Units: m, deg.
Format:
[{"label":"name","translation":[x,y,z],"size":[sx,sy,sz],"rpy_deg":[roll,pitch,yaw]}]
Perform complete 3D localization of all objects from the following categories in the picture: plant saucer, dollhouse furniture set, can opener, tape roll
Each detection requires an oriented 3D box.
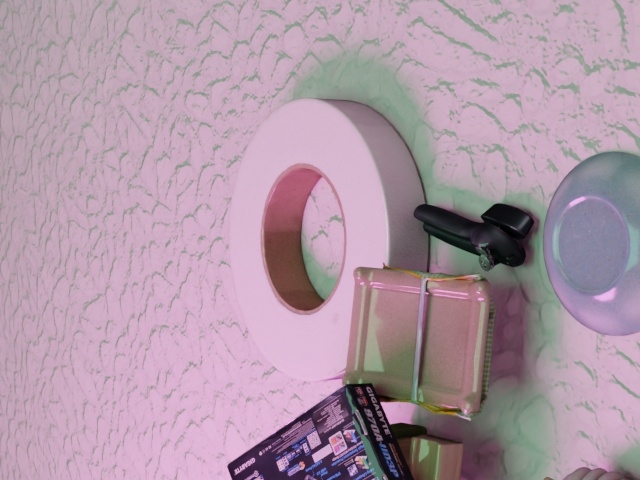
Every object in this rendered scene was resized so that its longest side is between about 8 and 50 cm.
[{"label":"plant saucer","translation":[0.292,0.004,1.199],"size":[0.195,0.037,0.195],"rpy_deg":[3,93,55]},{"label":"dollhouse furniture set","translation":[0.137,0.183,1.361],"size":[0.197,0.151,0.301],"rpy_deg":[6,90,40]},{"label":"can opener","translation":[0.177,-0.008,1.357],"size":[0.186,0.073,0.059],"rpy_deg":[15,141,57]},{"label":"tape roll","translation":[0.000,0.000,1.579],"size":[0.392,0.072,0.392],"rpy_deg":[3,94,54]}]

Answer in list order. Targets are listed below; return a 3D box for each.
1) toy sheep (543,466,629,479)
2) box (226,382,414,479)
[{"label":"toy sheep","translation":[0.285,0.276,1.177],"size":[0.132,0.091,0.091],"rpy_deg":[17,105,34]},{"label":"box","translation":[0.003,0.291,1.329],"size":[0.220,0.051,0.175],"rpy_deg":[-39,63,31]}]
